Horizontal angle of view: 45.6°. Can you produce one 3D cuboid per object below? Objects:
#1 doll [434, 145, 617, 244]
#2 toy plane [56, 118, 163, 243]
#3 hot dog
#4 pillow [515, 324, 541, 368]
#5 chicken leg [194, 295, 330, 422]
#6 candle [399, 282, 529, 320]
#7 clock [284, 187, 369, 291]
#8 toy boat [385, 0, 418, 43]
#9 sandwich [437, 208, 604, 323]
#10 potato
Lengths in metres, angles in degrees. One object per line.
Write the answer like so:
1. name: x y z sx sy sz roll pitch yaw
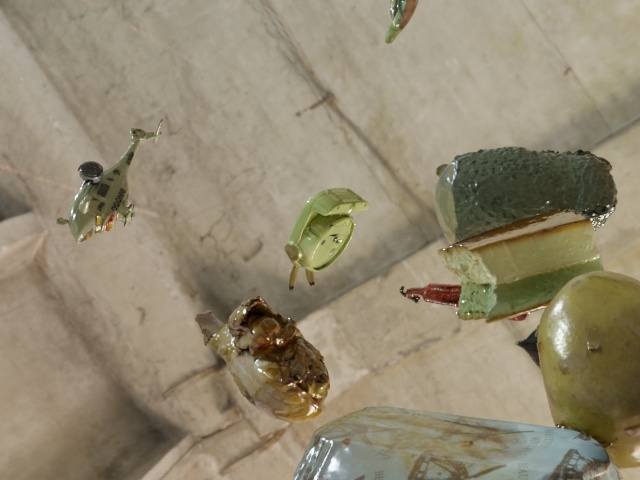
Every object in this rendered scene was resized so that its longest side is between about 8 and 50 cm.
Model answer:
1. doll: 0.410 -0.086 1.537 0.247 0.350 0.247 -5 -90 -72
2. toy plane: -0.340 -0.102 1.269 0.108 0.092 0.286 19 -131 -7
3. hot dog: 0.110 0.197 0.631 0.163 0.271 0.081 -21 -74 -58
4. pillow: 0.436 0.213 1.400 0.090 0.048 0.150 -44 -82 -26
5. chicken leg: -0.149 0.220 1.678 0.182 0.409 0.295 -37 -48 -24
6. candle: 0.329 0.134 1.727 0.302 0.059 0.084 6 -142 2
7. clock: 0.000 0.000 1.597 0.069 0.232 0.170 37 -156 23
8. toy boat: 0.088 -0.413 1.026 0.099 0.108 0.292 -17 -92 -16
9. sandwich: 0.258 0.031 1.018 0.220 0.186 0.108 -38 -68 -83
10. potato: 0.261 0.115 0.671 0.137 0.137 0.175 -16 -88 -54
